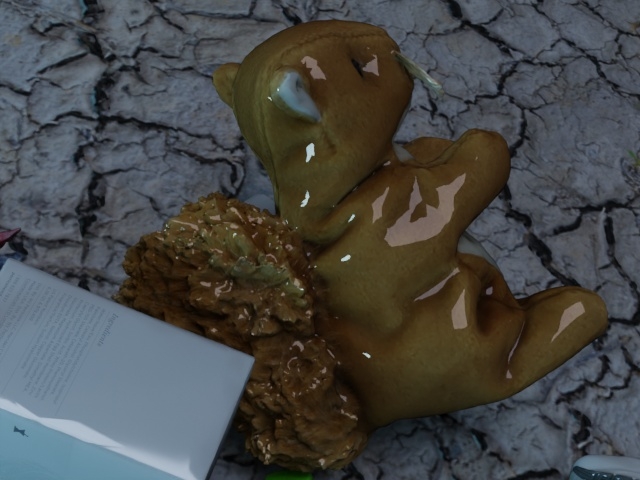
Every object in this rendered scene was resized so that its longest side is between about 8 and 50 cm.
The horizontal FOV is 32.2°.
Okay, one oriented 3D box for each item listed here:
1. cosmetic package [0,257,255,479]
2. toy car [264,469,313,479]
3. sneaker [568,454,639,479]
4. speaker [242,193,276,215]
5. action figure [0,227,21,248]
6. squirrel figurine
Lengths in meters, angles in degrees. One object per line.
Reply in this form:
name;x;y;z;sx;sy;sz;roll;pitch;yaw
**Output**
cosmetic package;-0.200;0.165;0.960;0.225;0.224;0.138;21;51;-2
toy car;-0.042;0.300;0.993;0.239;0.053;0.225;-6;32;16
sneaker;0.394;0.274;1.165;0.297;0.111;0.129;17;36;-10
speaker;-0.103;0.002;1.219;0.055;0.055;0.136;44;55;15
action figure;-0.402;0.086;0.883;0.370;0.275;0.248;-30;67;-21
squirrel figurine;0.000;0.000;1.052;0.397;0.370;0.281;-34;24;-8
